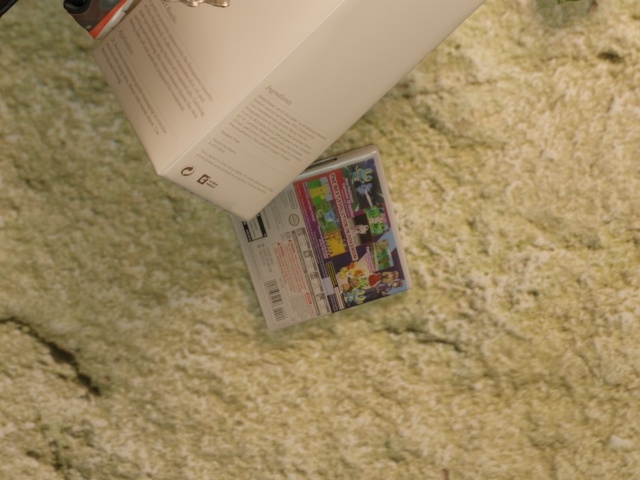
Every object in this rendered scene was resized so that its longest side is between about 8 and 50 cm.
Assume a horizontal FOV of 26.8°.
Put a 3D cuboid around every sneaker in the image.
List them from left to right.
[{"bbox_3d":[-0.199,-0.272,1.332,0.065,0.061,0.158,33,109,-21],"label":"sneaker"}]

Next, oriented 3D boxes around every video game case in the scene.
[{"bbox_3d":[0.000,0.000,1.569,0.184,0.023,0.201,-17,123,-1],"label":"video game case"}]

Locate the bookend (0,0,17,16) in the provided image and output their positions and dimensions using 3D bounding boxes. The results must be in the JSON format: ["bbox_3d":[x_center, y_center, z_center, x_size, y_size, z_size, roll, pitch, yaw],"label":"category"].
[{"bbox_3d":[-0.315,-0.316,1.269,0.157,0.072,0.156,-39,121,12],"label":"bookend"}]

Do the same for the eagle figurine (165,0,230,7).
[{"bbox_3d":[-0.099,-0.362,1.151,0.225,0.298,0.226,-10,124,-5],"label":"eagle figurine"}]

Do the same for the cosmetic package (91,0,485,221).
[{"bbox_3d":[-0.024,-0.219,1.300,0.365,0.197,0.155,-40,145,15],"label":"cosmetic package"}]

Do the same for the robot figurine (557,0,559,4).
[{"bbox_3d":[0.280,-0.300,1.412,0.115,0.067,0.101,-44,129,16],"label":"robot figurine"}]
